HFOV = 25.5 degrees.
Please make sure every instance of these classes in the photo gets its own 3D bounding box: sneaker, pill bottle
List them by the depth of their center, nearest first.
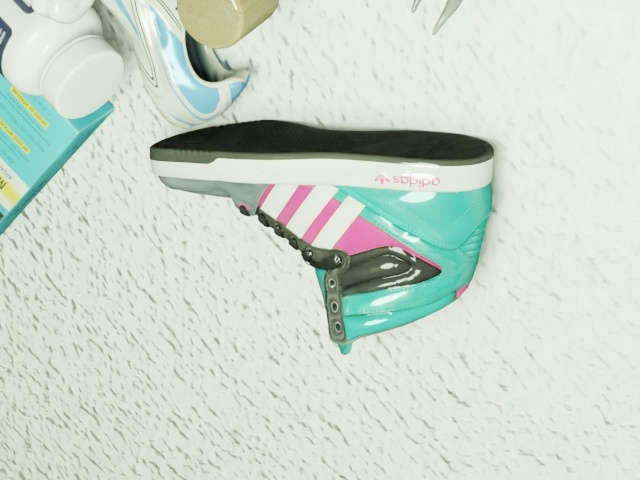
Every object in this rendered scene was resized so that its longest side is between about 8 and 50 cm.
[{"bbox_3d":[-0.139,-0.205,1.139,0.086,0.085,0.237,-28,100,18],"label":"sneaker"},{"bbox_3d":[0.000,0.000,1.153,0.295,0.124,0.178,6,111,25],"label":"sneaker"},{"bbox_3d":[-0.240,-0.180,1.169,0.169,0.094,0.094,45,132,21],"label":"pill bottle"}]

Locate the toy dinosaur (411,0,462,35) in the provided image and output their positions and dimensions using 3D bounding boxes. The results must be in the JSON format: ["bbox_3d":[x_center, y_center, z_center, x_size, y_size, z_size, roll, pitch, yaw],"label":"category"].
[{"bbox_3d":[0.195,-0.244,0.916,0.313,0.121,0.160,-1,129,25],"label":"toy dinosaur"}]

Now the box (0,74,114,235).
[{"bbox_3d":[-0.299,-0.081,1.309,0.100,0.060,0.244,48,129,-3],"label":"box"}]

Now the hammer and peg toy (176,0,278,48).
[{"bbox_3d":[-0.093,-0.339,0.997,0.266,0.127,0.361,-29,100,36],"label":"hammer and peg toy"}]

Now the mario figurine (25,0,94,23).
[{"bbox_3d":[-0.190,-0.264,0.896,0.198,0.170,0.320,29,145,-33],"label":"mario figurine"}]
